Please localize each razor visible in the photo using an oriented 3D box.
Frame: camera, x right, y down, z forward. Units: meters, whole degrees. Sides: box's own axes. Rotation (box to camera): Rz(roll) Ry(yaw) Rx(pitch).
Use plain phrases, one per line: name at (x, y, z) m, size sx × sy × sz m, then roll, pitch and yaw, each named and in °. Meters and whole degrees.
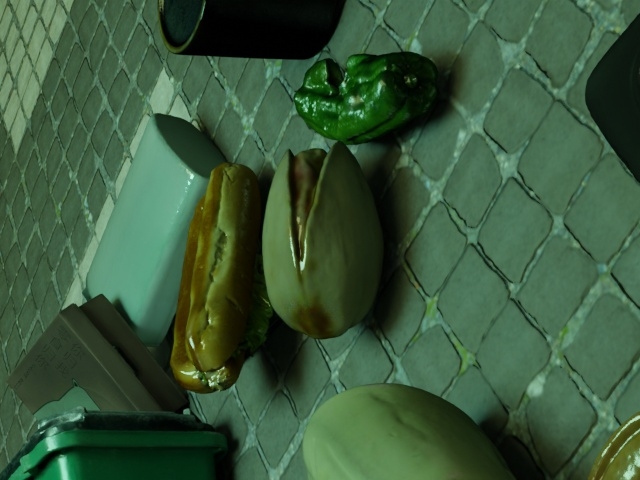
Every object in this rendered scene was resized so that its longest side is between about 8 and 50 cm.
razor at (-0.065, 0.107, 1.452) m, size 0.190 × 0.033 × 0.066 m, roll -39°, pitch 49°, yaw 47°

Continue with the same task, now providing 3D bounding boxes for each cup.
cup at (-0.075, -0.325, 1.436) m, size 0.239 × 0.177 × 0.166 m, roll -59°, pitch 39°, yaw 42°

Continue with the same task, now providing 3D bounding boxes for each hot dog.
hot dog at (-0.116, 0.052, 1.459) m, size 0.135 × 0.100 × 0.337 m, roll 122°, pitch 158°, yaw -44°

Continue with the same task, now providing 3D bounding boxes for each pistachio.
pistachio at (0.000, 0.000, 1.283) m, size 0.144 × 0.144 × 0.215 m, roll -20°, pitch 72°, yaw 54°

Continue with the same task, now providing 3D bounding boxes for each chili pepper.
chili pepper at (0.043, -0.154, 1.318) m, size 0.253 × 0.083 × 0.099 m, roll 7°, pitch 85°, yaw 63°

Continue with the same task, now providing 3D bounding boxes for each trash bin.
trash bin at (-0.254, 0.423, 1.454) m, size 0.295 × 0.259 × 0.381 m, roll -46°, pitch 48°, yaw 42°

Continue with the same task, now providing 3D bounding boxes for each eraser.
eraser at (-0.237, -0.013, 1.692) m, size 0.290 × 0.104 × 0.189 m, roll -64°, pitch 35°, yaw 23°

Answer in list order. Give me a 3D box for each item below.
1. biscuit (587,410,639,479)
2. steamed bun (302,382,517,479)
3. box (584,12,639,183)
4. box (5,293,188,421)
biscuit at (0.261, 0.204, 0.909) m, size 0.220 × 0.029 × 0.142 m, roll -61°, pitch 36°, yaw 28°
steamed bun at (0.096, 0.239, 1.037) m, size 0.225 × 0.170 × 0.200 m, roll -132°, pitch 30°, yaw -61°
box at (0.303, -0.123, 0.928) m, size 0.201 × 0.042 × 0.212 m, roll -54°, pitch 40°, yaw 32°
box at (-0.317, 0.210, 1.673) m, size 0.215 × 0.086 × 0.215 m, roll 50°, pitch 132°, yaw 5°
